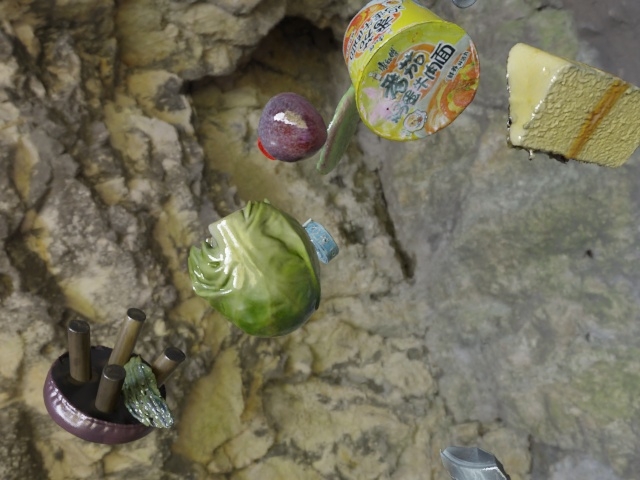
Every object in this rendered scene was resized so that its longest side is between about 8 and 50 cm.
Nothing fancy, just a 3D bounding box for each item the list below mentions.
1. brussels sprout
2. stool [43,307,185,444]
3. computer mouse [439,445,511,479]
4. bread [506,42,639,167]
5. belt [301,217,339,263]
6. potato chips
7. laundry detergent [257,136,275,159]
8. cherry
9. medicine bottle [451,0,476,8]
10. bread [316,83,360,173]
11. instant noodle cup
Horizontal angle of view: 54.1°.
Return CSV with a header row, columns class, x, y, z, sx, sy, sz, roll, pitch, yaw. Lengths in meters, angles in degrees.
class,x,y,z,sx,sy,sz,roll,pitch,yaw
brussels sprout,-0.159,0.100,1.815,0.361,0.342,0.425,48,-171,9
stool,-0.450,0.290,1.380,0.272,0.272,0.179,-76,11,-68
computer mouse,0.367,0.570,1.524,0.126,0.071,0.231,57,150,-6
bread,0.426,-0.226,1.019,0.265,0.141,0.178,6,-114,-31
belt,0.004,0.007,2.488,0.147,0.082,0.163,35,158,35
potato chips,-0.371,0.332,1.324,0.207,0.092,0.028,47,-174,35
laundry detergent,-0.131,-0.322,1.896,0.097,0.049,0.165,52,-138,-31
cherry,-0.071,-0.267,1.527,0.140,0.176,0.176,-10,-95,-46
medicine bottle,0.372,-0.741,1.775,0.083,0.083,0.203,62,-176,-51
bread,0.065,-0.325,1.878,0.302,0.045,0.301,-62,-10,-18
instant noodle cup,0.166,-0.364,1.282,0.264,0.264,0.200,64,-177,-47
